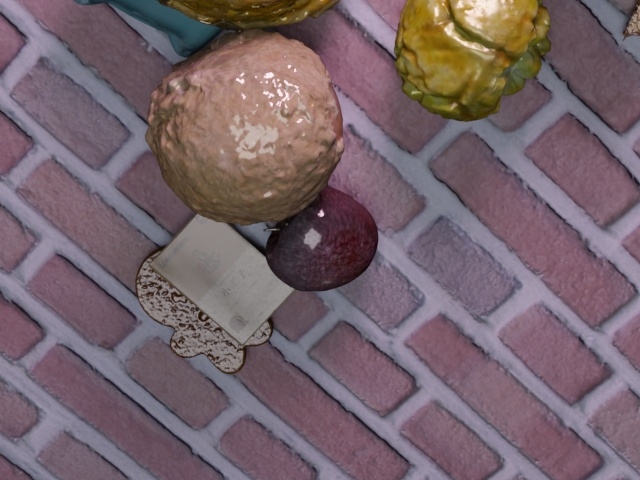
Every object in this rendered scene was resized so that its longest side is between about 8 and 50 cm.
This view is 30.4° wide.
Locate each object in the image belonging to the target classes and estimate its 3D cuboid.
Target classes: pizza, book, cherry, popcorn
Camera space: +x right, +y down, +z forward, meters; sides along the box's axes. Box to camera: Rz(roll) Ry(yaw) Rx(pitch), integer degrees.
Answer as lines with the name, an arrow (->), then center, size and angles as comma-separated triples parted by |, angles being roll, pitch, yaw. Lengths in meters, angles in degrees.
pizza -> 0.472, -0.328, 1.639 | 0.100, 0.029, 0.099 | 0, 105, 3
book -> -0.150, 0.055, 1.836 | 0.198, 0.016, 0.138 | 42, 101, -10
cherry -> 0.001, 0.004, 1.763 | 0.176, 0.140, 0.176 | -2, 122, -4
popcorn -> 0.202, -0.275, 1.606 | 0.221, 0.183, 0.204 | -47, 71, 23

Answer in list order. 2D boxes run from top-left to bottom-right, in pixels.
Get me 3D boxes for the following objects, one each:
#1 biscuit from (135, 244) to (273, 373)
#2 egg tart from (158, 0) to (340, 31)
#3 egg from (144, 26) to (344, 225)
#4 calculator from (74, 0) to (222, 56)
biscuit -> -0.188, 0.104, 1.875 | 0.236, 0.039, 0.180 | 44, 102, -12
egg tart -> -0.094, -0.405, 1.523 | 0.341, 0.132, 0.341 | -7, 126, -10
egg -> -0.103, -0.151, 1.633 | 0.310, 0.279, 0.279 | -18, 112, 40
calculator -> -0.161, -0.433, 1.597 | 0.256, 0.054, 0.386 | 24, 116, -30
